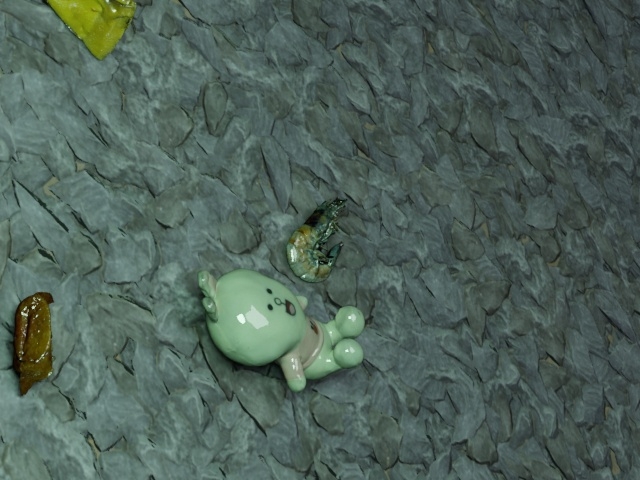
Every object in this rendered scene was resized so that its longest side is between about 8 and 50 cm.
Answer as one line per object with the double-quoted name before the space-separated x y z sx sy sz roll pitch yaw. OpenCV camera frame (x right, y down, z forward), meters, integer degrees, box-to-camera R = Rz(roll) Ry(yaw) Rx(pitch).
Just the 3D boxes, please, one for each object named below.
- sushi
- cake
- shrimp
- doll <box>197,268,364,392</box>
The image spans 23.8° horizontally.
"sushi" -0.340 0.120 1.800 0.052 0.055 0.120 -7 61 -2
"cake" -0.332 -0.330 2.049 0.185 0.116 0.079 22 44 0
"shrimp" 0.000 0.000 2.248 0.091 0.034 0.161 59 46 -25
"doll" -0.067 0.122 2.059 0.275 0.113 0.154 20 49 -32
